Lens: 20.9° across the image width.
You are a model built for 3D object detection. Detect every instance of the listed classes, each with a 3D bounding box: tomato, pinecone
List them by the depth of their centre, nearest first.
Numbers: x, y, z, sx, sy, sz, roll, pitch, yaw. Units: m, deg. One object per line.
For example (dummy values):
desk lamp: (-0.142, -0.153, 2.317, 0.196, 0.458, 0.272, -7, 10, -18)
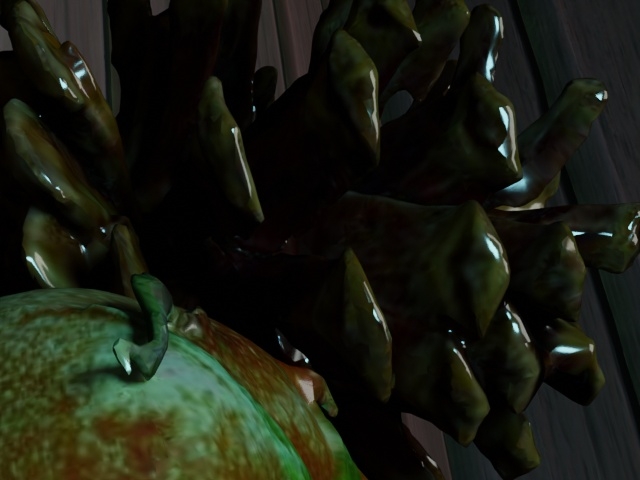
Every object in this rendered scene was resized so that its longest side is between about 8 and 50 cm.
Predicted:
tomato: (-0.078, 0.175, 0.627, 0.303, 0.239, 0.303, 54, 13, -18)
pinecone: (0.000, 0.000, 0.923, 0.384, 0.384, 0.384, -19, 90, -79)
